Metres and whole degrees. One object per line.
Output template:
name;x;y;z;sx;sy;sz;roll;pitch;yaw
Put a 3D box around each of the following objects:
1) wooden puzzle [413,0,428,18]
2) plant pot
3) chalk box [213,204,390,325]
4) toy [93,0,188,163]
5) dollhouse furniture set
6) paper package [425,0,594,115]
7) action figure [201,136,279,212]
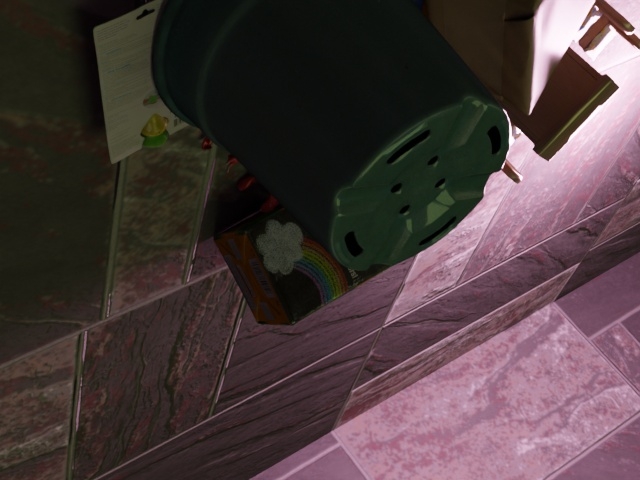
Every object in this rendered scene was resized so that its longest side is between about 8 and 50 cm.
wooden puzzle;0.081;-0.369;1.420;0.348;0.080;0.322;-30;154;-22
plant pot;0.028;-0.166;1.224;0.341;0.334;0.341;-28;148;-19
chalk box;0.000;0.000;1.750;0.289;0.180;0.179;-29;-172;-22
toy;-0.222;-0.212;1.278;0.137;0.056;0.237;-31;150;-24
dollhouse furniture set;0.432;-0.269;1.890;0.362;0.256;0.394;-47;155;16
paper package;0.303;-0.398;1.468;0.324;0.168;0.309;-59;160;-12
action figure;-0.119;-0.125;1.534;0.139;0.091;0.280;-39;158;-24
